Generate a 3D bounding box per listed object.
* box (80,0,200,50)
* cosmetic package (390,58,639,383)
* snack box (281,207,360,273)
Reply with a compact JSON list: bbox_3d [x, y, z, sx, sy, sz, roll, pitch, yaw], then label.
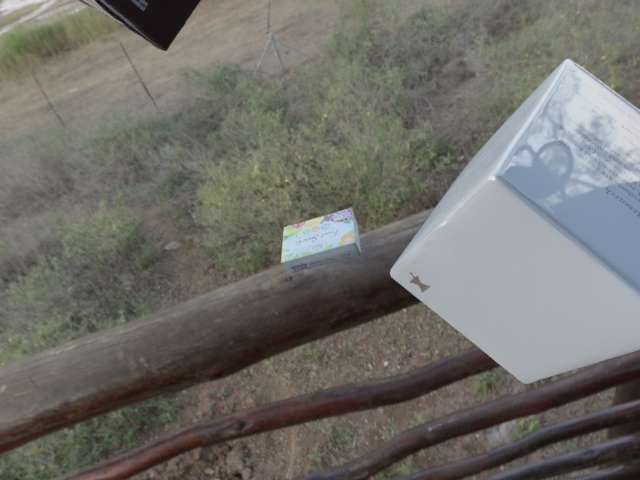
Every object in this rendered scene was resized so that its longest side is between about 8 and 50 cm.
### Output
[{"bbox_3d":[-0.149,-0.415,0.475,0.191,0.143,0.381,38,95,29],"label":"box"},{"bbox_3d":[0.400,-0.030,0.821,0.327,0.329,0.393,39,57,4],"label":"cosmetic package"},{"bbox_3d":[0.000,0.000,0.863,0.141,0.037,0.100,-16,41,14],"label":"snack box"}]
